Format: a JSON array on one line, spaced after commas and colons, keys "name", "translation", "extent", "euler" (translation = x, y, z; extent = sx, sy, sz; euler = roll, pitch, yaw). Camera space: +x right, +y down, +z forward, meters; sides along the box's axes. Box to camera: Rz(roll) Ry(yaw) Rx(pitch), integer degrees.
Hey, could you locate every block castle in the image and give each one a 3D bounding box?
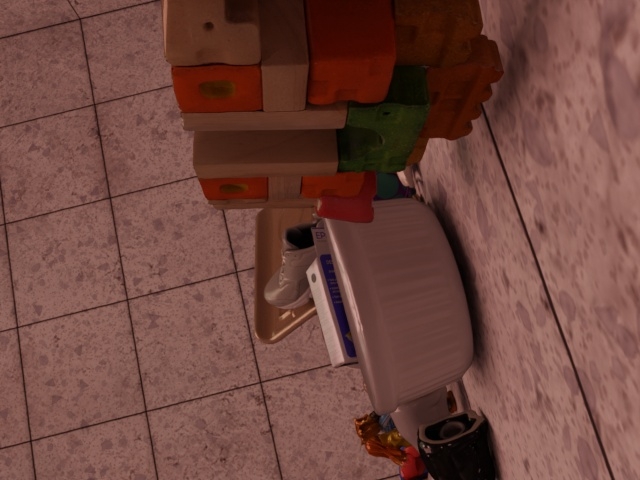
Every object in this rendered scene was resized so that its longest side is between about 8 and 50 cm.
[{"name": "block castle", "translation": [0.008, -0.207, 0.532], "extent": [0.453, 0.213, 0.302], "euler": [102, 167, -72]}]

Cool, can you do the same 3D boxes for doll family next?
[{"name": "doll family", "translation": [0.138, 0.296, 1.161], "extent": [0.263, 0.163, 0.118], "euler": [78, 178, -55]}]

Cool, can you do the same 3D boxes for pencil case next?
[{"name": "pencil case", "translation": [0.098, -0.076, 1.067], "extent": [0.152, 0.065, 0.070], "euler": [178, 116, -90]}]

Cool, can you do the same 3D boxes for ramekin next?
[{"name": "ramekin", "translation": [0.095, 0.071, 0.876], "extent": [0.273, 0.127, 0.272], "euler": [166, 90, -89]}]

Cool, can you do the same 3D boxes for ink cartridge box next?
[{"name": "ink cartridge box", "translation": [0.079, 0.080, 1.085], "extent": [0.045, 0.206, 0.208], "euler": [-32, 66, 47]}]

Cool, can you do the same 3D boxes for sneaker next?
[{"name": "sneaker", "translation": [-0.035, 0.025, 1.193], "extent": [0.262, 0.121, 0.099], "euler": [-41, 41, 37]}]

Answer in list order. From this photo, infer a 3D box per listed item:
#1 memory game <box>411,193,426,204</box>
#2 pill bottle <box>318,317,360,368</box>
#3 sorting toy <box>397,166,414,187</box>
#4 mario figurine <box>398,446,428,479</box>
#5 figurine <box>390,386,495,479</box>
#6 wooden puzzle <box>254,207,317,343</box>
[{"name": "memory game", "translation": [0.153, 0.026, 0.967], "extent": [0.186, 0.012, 0.186], "euler": [165, 90, -88]}, {"name": "pill bottle", "translation": [0.072, 0.091, 1.442], "extent": [0.323, 0.182, 0.181], "euler": [-105, 1, -50]}, {"name": "sorting toy", "translation": [0.107, -0.106, 0.949], "extent": [0.083, 0.045, 0.075], "euler": [-115, 4, -81]}, {"name": "mario figurine", "translation": [0.218, 0.451, 1.389], "extent": [0.198, 0.170, 0.320], "euler": [30, -137, -37]}, {"name": "figurine", "translation": [0.182, 0.324, 0.990], "extent": [0.215, 0.092, 0.209], "euler": [-145, 35, -75]}, {"name": "wooden puzzle", "translation": [0.000, 0.000, 1.346], "extent": [0.348, 0.081, 0.322], "euler": [-36, 45, 41]}]
